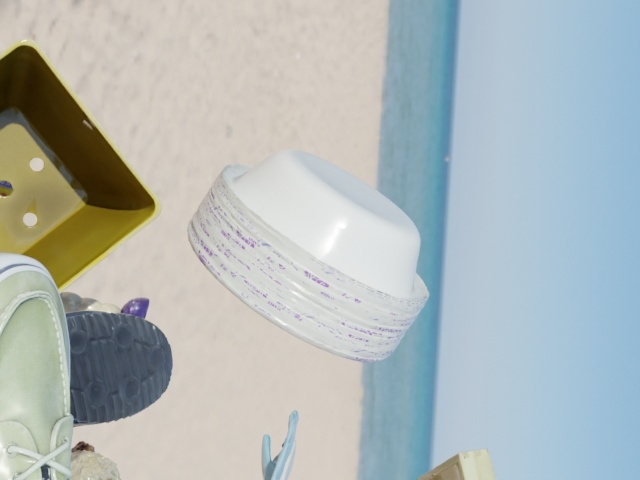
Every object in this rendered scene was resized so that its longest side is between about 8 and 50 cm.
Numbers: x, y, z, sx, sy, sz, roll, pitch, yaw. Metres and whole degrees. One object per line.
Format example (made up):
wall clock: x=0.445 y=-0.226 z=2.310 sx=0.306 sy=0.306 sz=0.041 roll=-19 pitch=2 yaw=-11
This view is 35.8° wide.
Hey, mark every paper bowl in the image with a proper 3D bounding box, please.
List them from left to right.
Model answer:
paper bowl: x=0.000 y=0.000 z=1.148 sx=0.148 sy=0.284 sz=0.284 roll=-58 pitch=180 yaw=14

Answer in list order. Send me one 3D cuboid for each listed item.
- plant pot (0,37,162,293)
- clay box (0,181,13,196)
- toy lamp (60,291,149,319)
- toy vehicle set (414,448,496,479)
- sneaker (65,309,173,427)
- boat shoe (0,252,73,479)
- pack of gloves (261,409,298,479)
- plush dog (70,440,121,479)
plant pot: x=-0.322 y=-0.052 z=1.019 sx=0.212 sy=0.212 sz=0.187 roll=53 pitch=-13 yaw=-14
clay box: x=-0.431 y=0.020 z=1.133 sx=0.053 sy=0.127 sz=0.222 roll=112 pitch=-11 yaw=-55
toy lamp: x=-0.357 y=0.068 z=1.234 sx=0.080 sy=0.275 sz=0.080 roll=-160 pitch=-90 yaw=-78
toy vehicle set: x=0.149 y=0.352 z=1.143 sx=0.267 sy=0.035 sz=0.166 roll=119 pitch=-37 yaw=-62
sneaker: x=-0.288 y=0.127 z=0.911 sx=0.319 sy=0.131 sz=0.112 roll=-3 pitch=87 yaw=-48
boat shoe: x=-0.206 y=0.161 z=0.666 sx=0.109 sy=0.094 sz=0.302 roll=4 pitch=92 yaw=-53
pack of gloves: x=-0.084 y=0.368 z=1.429 sx=0.195 sy=0.046 sz=0.232 roll=100 pitch=8 yaw=-47
plush dog: x=-0.383 y=0.436 z=1.550 sx=0.211 sy=0.262 sz=0.225 roll=10 pitch=103 yaw=-42
